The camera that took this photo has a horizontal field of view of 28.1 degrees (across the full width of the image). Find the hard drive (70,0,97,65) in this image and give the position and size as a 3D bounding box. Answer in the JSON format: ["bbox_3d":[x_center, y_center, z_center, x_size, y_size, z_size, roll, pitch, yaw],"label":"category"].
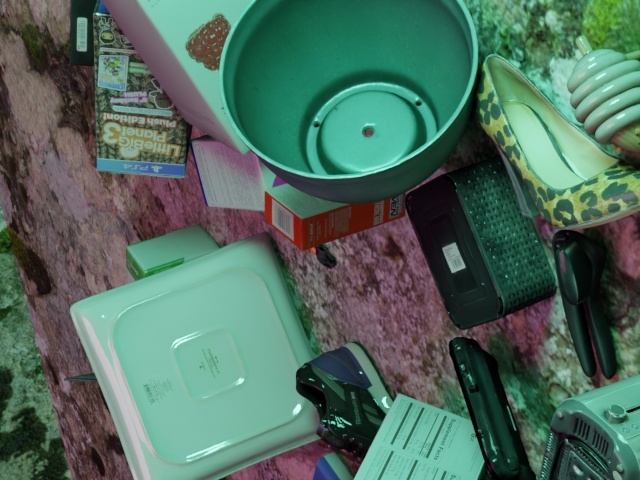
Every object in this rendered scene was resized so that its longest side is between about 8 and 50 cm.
[{"bbox_3d":[-0.379,-0.482,2.111,0.237,0.064,0.339,102,165,-44],"label":"hard drive"}]

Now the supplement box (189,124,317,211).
[{"bbox_3d":[-0.093,-0.114,1.924,0.220,0.111,0.114,6,112,60],"label":"supplement box"}]

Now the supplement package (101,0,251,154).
[{"bbox_3d":[-0.153,-0.294,1.727,0.175,0.177,0.293,33,163,50],"label":"supplement package"}]

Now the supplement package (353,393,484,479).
[{"bbox_3d":[0.116,0.381,1.709,0.145,0.204,0.262,19,129,13],"label":"supplement package"}]

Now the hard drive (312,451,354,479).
[{"bbox_3d":[0.080,0.530,2.101,0.318,0.040,0.210,51,147,32],"label":"hard drive"}]

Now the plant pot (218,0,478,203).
[{"bbox_3d":[0.046,-0.162,1.505,0.293,0.293,0.196,56,176,26],"label":"plant pot"}]

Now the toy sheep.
[{"bbox_3d":[0.285,-0.143,1.247,0.132,0.091,0.091,61,151,17],"label":"toy sheep"}]

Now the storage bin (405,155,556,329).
[{"bbox_3d":[0.188,0.004,1.522,0.122,0.084,0.180,-28,81,62],"label":"storage bin"}]

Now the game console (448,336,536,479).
[{"bbox_3d":[0.234,0.284,1.535,0.213,0.044,0.361,44,-154,-52],"label":"game console"}]

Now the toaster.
[{"bbox_3d":[0.325,0.248,1.363,0.129,0.146,0.227,43,142,43],"label":"toaster"}]

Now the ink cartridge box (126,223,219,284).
[{"bbox_3d":[-0.269,0.092,2.331,0.087,0.153,0.208,46,143,40],"label":"ink cartridge box"}]

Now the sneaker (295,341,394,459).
[{"bbox_3d":[0.061,0.290,1.891,0.283,0.124,0.107,54,149,28],"label":"sneaker"}]

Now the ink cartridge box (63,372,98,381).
[{"bbox_3d":[-0.253,0.234,2.225,0.303,0.307,0.072,-10,95,62],"label":"ink cartridge box"}]

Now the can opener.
[{"bbox_3d":[0.289,0.072,1.415,0.059,0.073,0.186,16,130,48],"label":"can opener"}]

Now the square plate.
[{"bbox_3d":[-0.177,0.200,2.028,0.049,0.344,0.347,140,108,-75],"label":"square plate"}]

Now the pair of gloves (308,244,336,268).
[{"bbox_3d":[0.000,0.000,1.938,0.074,0.010,0.083,32,135,50],"label":"pair of gloves"}]

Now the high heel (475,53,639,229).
[{"bbox_3d":[0.246,-0.110,1.326,0.186,0.093,0.261,69,162,-11],"label":"high heel"}]

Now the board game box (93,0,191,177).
[{"bbox_3d":[-0.266,-0.283,1.987,0.232,0.141,0.291,-89,5,-48],"label":"board game box"}]

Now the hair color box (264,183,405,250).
[{"bbox_3d":[0.019,-0.048,1.701,0.093,0.167,0.053,38,138,45],"label":"hair color box"}]
